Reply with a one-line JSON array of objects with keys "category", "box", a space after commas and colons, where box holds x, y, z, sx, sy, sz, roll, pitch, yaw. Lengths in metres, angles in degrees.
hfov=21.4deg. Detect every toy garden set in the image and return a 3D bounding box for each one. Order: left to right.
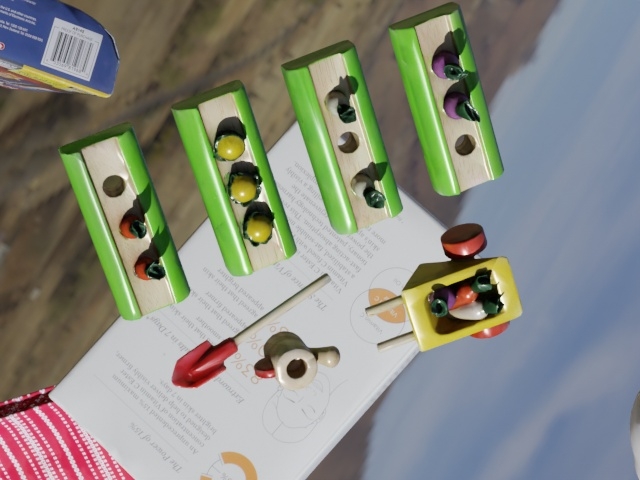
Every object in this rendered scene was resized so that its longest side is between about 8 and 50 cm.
[{"category": "toy garden set", "box": [0.000, 0.000, 0.982, 0.244, 0.204, 0.049, -22, -156, -9]}]

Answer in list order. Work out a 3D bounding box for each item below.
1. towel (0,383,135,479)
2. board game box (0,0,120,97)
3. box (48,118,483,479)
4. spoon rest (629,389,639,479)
[{"category": "towel", "box": [-0.272, 0.249, 1.787, 0.274, 0.199, 0.031, -18, -160, 15]}, {"category": "board game box", "box": [-0.237, -0.141, 0.979, 0.194, 0.194, 0.060, 13, -94, 57]}, {"category": "box", "box": [-0.041, 0.086, 1.539, 0.345, 0.215, 0.168, -48, 173, -2]}, {"category": "spoon rest", "box": [0.310, 0.219, 1.305, 0.084, 0.137, 0.276, -41, -146, 28]}]
